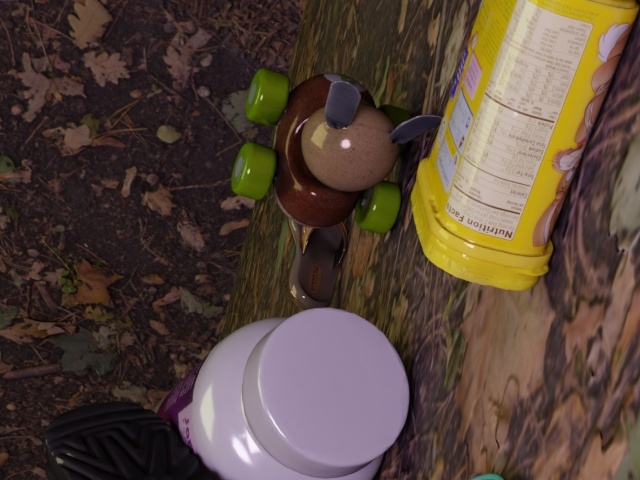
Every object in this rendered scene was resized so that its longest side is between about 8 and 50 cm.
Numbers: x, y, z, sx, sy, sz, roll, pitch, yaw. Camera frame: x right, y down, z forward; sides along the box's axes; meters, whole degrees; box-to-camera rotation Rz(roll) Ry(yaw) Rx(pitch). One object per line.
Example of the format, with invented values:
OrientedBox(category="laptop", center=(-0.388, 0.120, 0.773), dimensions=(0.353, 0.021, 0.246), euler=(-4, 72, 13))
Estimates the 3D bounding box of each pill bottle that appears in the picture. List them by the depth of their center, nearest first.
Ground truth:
OrientedBox(category="pill bottle", center=(-0.045, 0.163, 1.096), dimensions=(0.301, 0.169, 0.169), euler=(134, 148, -58))

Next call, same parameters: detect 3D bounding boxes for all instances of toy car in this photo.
OrientedBox(category="toy car", center=(0.026, -0.100, 1.159), dimensions=(0.188, 0.155, 0.149), euler=(145, 137, -65))

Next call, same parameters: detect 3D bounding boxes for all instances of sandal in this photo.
OrientedBox(category="sandal", center=(0.000, 0.000, 1.477), dimensions=(0.049, 0.072, 0.180), euler=(-47, 30, 45))

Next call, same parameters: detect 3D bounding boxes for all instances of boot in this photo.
OrientedBox(category="boot", center=(-0.125, 0.309, 0.991), dimensions=(0.348, 0.131, 0.260), euler=(-133, 42, -60))

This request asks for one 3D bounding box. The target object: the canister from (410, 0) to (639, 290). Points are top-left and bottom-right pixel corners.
OrientedBox(category="canister", center=(0.113, -0.075, 0.739), dimensions=(0.126, 0.073, 0.170), euler=(-94, 19, -63))

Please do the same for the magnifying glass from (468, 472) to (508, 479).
OrientedBox(category="magnifying glass", center=(0.035, 0.209, 0.735), dimensions=(0.231, 0.026, 0.092), euler=(-48, 12, 32))
